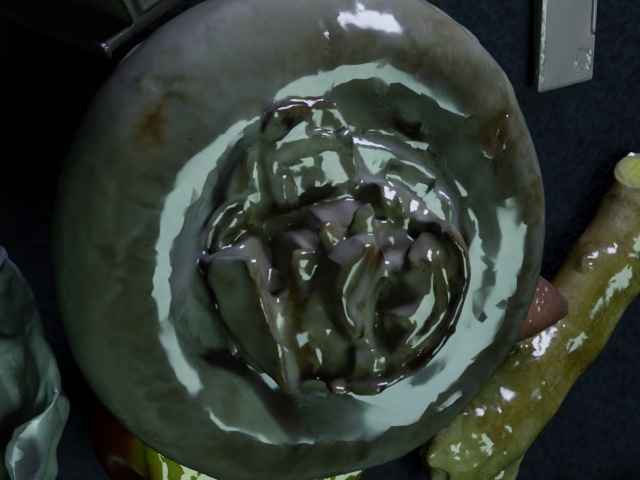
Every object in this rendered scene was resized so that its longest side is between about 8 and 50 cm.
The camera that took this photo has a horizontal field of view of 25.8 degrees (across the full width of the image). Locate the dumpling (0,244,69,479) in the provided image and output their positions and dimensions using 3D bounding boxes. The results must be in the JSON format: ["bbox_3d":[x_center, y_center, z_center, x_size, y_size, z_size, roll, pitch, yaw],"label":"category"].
[{"bbox_3d":[-0.172,0.099,0.680,0.108,0.127,0.188,27,87,-57],"label":"dumpling"}]

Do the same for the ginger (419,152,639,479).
[{"bbox_3d":[0.171,0.065,1.009,0.299,0.065,0.118,-54,147,-7],"label":"ginger"}]

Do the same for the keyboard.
[{"bbox_3d":[0.164,-0.183,0.927,0.055,0.017,0.165,-17,119,-30],"label":"keyboard"}]

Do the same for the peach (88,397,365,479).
[{"bbox_3d":[-0.018,0.042,0.767,0.154,0.159,0.267,43,78,-19],"label":"peach"}]

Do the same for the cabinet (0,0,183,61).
[{"bbox_3d":[-0.081,-0.217,0.604,0.215,0.148,0.174,-40,130,-20],"label":"cabinet"}]

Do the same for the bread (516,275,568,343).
[{"bbox_3d":[0.073,0.040,0.903,0.192,0.067,0.119,-21,115,-25],"label":"bread"}]

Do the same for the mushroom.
[{"bbox_3d":[0.000,0.000,0.600,0.226,0.178,0.226,-5,100,-29],"label":"mushroom"}]
